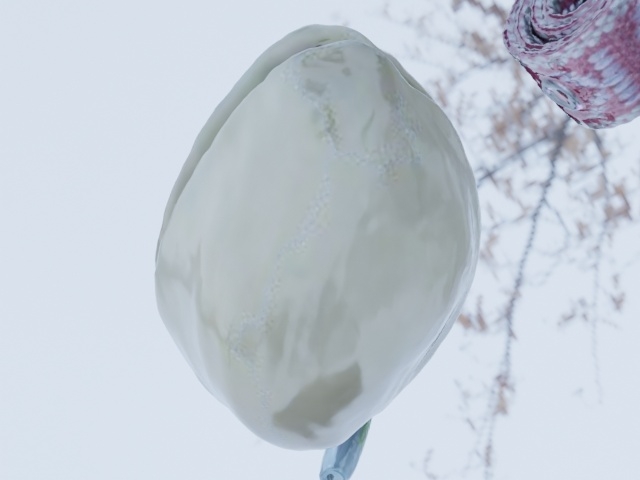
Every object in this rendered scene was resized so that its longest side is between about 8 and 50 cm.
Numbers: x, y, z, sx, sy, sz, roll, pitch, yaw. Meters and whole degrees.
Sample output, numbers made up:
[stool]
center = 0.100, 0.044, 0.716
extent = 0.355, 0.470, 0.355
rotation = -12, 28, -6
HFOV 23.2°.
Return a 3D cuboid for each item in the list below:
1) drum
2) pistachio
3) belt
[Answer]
[drum]
center = 0.028, 0.140, 1.403
extent = 0.130, 0.049, 0.253
rotation = -27, -161, 43
[pistachio]
center = 0.000, 0.000, 1.102
extent = 0.226, 0.331, 0.208
rotation = 17, -145, 0
[belt]
center = 0.144, -0.145, 0.586
extent = 0.071, 0.053, 0.232
rotation = 2, -121, 53
